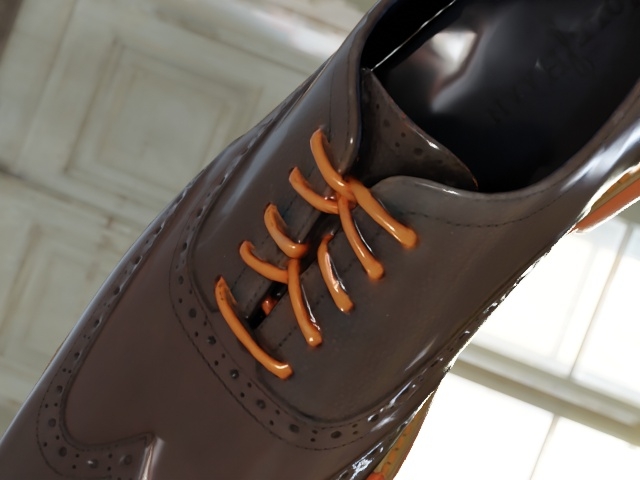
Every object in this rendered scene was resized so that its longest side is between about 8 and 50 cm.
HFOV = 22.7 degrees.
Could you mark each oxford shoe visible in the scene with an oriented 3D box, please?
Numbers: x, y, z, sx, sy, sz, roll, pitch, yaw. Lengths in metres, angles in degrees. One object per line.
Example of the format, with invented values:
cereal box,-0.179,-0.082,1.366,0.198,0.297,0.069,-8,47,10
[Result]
oxford shoe,0.000,0.000,0.391,0.271,0.097,0.098,-47,163,0
